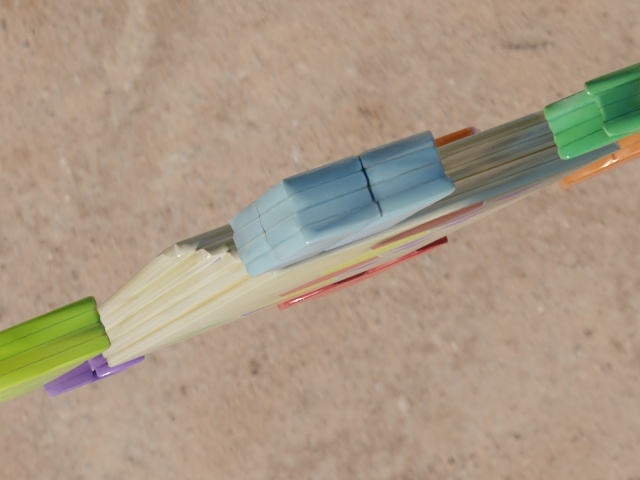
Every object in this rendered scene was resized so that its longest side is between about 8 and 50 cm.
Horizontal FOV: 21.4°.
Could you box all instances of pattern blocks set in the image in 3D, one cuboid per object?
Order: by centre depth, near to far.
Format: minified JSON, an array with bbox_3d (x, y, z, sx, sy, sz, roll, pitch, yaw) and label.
[{"bbox_3d":[0.000,0.000,0.591,0.285,0.325,0.026,-19,86,-35],"label":"pattern blocks set"}]
